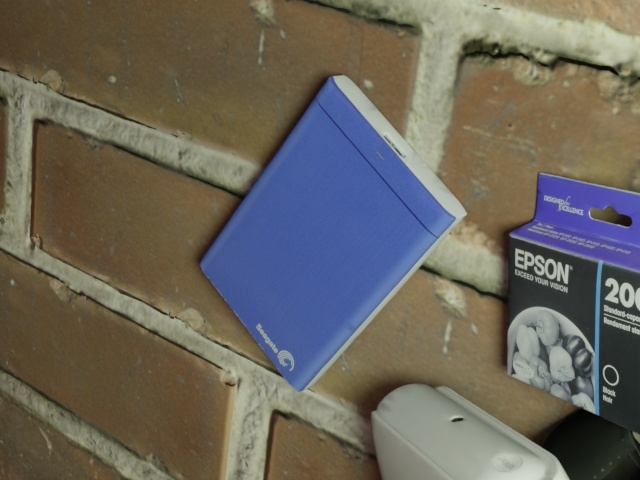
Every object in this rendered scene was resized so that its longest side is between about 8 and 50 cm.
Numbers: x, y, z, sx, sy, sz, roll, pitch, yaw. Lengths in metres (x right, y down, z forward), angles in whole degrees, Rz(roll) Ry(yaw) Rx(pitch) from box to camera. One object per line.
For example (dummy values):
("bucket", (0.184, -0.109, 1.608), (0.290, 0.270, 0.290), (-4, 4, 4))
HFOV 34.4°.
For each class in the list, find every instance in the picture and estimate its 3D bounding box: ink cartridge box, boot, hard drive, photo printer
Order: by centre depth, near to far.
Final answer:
("boot", (0.318, 0.285, 0.945), (0.091, 0.263, 0.229), (-38, 108, 6))
("ink cartridge box", (0.251, 0.054, 0.949), (0.206, 0.045, 0.208), (20, 115, 59))
("photo printer", (0.163, 0.293, 0.983), (0.307, 0.107, 0.256), (-155, 48, -70))
("hard drive", (0.000, 0.000, 1.183), (0.210, 0.040, 0.319), (51, 127, 17))
